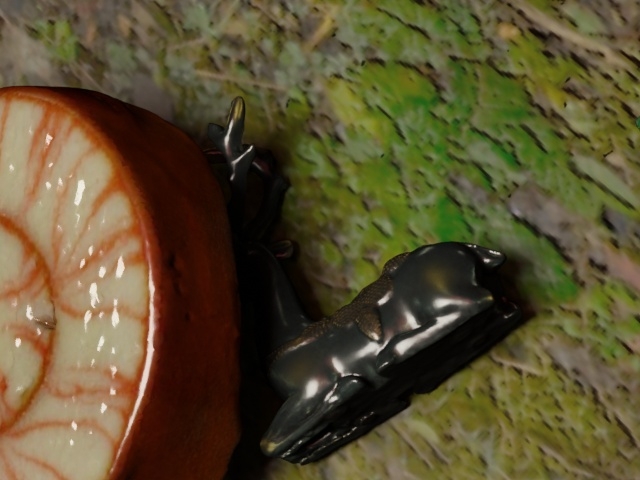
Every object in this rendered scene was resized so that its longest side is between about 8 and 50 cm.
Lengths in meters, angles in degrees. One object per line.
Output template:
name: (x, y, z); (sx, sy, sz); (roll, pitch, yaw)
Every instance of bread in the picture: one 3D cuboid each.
bread: (-0.180, 0.061, 1.219); (0.295, 0.114, 0.327); (-4, 81, 40)

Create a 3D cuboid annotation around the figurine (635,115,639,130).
figurine: (0.247, -0.042, 1.113); (0.144, 0.114, 0.178); (19, 91, 30)

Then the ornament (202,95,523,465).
ornament: (0.000, 0.000, 1.220); (0.202, 0.080, 0.236); (-36, 63, 15)
